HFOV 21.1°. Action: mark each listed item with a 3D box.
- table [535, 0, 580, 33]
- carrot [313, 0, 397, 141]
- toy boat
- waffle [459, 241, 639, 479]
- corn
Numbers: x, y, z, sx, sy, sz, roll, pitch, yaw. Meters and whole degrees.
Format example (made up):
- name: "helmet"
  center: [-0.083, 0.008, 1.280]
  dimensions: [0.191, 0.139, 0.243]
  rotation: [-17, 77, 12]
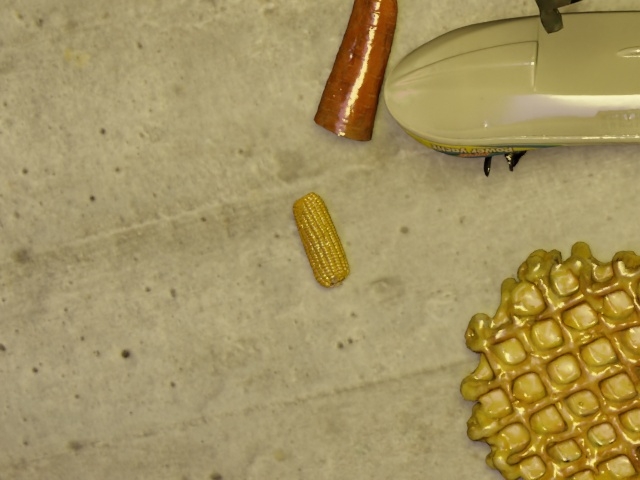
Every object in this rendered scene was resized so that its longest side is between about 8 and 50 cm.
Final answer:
- name: "table"
  center: [0.216, -0.387, 1.294]
  dimensions: [0.222, 0.335, 0.272]
  rotation: [-17, 133, 19]
- name: "carrot"
  center: [0.046, -0.206, 1.573]
  dimensions: [0.057, 0.057, 0.224]
  rotation: [16, 100, 14]
- name: "toy boat"
  center: [0.199, -0.127, 1.496]
  dimensions: [0.269, 0.141, 0.140]
  rotation: [-9, 96, 24]
- name: "waffle"
  center: [0.251, 0.130, 1.560]
  dimensions: [0.249, 0.056, 0.253]
  rotation: [7, 99, 16]
- name: "corn"
  center: [0.000, 0.000, 1.625]
  dimensions: [0.037, 0.037, 0.092]
  rotation: [-20, 89, 19]
